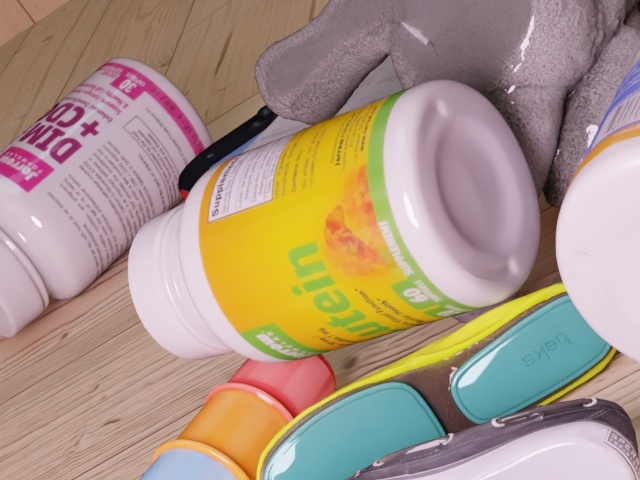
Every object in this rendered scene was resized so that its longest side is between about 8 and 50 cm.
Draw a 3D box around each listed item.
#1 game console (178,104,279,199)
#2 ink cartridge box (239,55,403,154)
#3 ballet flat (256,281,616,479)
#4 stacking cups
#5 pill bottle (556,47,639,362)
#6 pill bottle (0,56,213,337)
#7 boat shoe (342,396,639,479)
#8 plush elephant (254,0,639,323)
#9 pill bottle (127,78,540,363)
[{"bbox_3d":[0.052,-0.119,1.596,0.342,0.060,0.386,-40,19,-11],"label":"game console"},{"bbox_3d":[0.050,-0.114,1.440,0.223,0.045,0.224,-11,28,49],"label":"ink cartridge box"},{"bbox_3d":[0.069,0.094,1.034,0.231,0.077,0.077,-29,6,1],"label":"ballet flat"},{"bbox_3d":[-0.082,0.172,1.075,0.096,0.096,0.316,-17,24,44],"label":"stacking cups"},{"bbox_3d":[0.238,-0.059,0.977,0.152,0.152,0.272,-21,23,38],"label":"pill bottle"},{"bbox_3d":[-0.255,-0.043,1.783,0.283,0.160,0.160,-45,21,-25],"label":"pill bottle"},{"bbox_3d":[0.062,0.136,0.928,0.228,0.080,0.076,-26,15,23],"label":"boat shoe"},{"bbox_3d":[0.160,-0.144,1.219,0.272,0.255,0.330,44,118,33],"label":"plush elephant"},{"bbox_3d":[0.000,0.000,1.091,0.246,0.136,0.136,-19,25,38],"label":"pill bottle"}]
